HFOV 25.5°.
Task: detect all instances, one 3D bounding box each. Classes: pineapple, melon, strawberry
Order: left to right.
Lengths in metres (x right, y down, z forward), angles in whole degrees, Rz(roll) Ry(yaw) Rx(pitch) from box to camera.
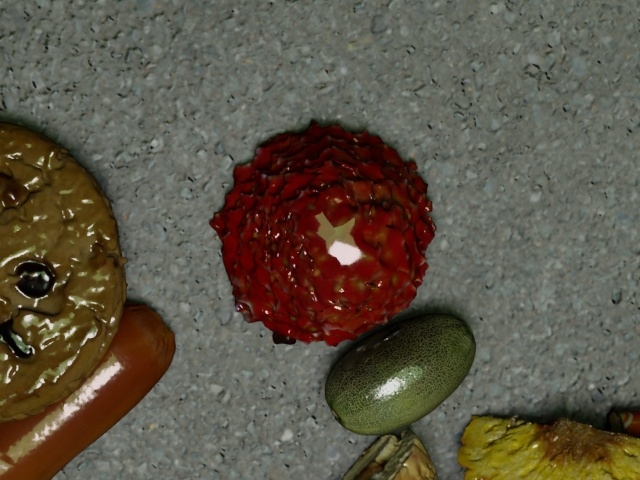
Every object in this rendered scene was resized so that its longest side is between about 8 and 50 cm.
[{"bbox_3d":[0.000,0.000,1.343,0.234,0.178,0.234,0,92,0],"label":"strawberry"},{"bbox_3d":[0.080,0.130,1.399,0.162,0.099,0.099,-31,98,-3],"label":"melon"},{"bbox_3d":[0.243,0.279,1.391,0.250,0.140,0.164,13,133,25],"label":"pineapple"}]

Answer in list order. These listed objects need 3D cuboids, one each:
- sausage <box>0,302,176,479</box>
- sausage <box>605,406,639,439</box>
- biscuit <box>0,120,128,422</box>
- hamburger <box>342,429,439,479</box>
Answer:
[{"bbox_3d":[-0.266,0.178,1.384,0.300,0.083,0.089,-42,87,0],"label":"sausage"},{"bbox_3d":[0.425,0.204,1.450,0.264,0.083,0.083,-3,97,-7],"label":"sausage"},{"bbox_3d":[-0.321,0.028,1.334,0.296,0.075,0.296,0,83,3],"label":"biscuit"},{"bbox_3d":[0.050,0.369,1.394,0.209,0.162,0.330,40,87,-6],"label":"hamburger"}]
